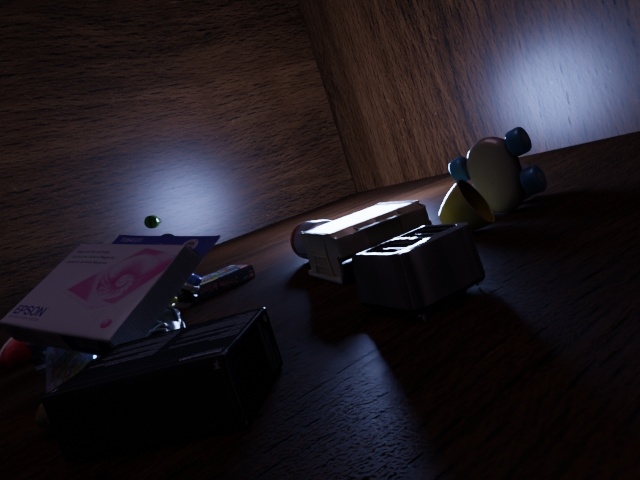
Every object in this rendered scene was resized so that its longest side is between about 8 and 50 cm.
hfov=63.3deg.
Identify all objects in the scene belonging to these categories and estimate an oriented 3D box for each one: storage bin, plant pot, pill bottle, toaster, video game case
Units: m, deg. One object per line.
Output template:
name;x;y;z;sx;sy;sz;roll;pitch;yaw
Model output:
storage bin;0.112;-0.002;1.311;0.262;0.123;0.260;-20;9;-18
plant pot;0.354;-0.071;1.299;0.095;0.134;0.134;-42;-6;31
pill bottle;0.000;0.000;1.539;0.121;0.121;0.221;-21;8;-22
toaster;0.165;0.048;0.875;0.168;0.110;0.186;-22;9;-26
video game case;-0.487;0.224;1.009;0.119;0.015;0.166;-44;38;1

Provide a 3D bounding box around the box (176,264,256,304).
box;-0.341;0.136;1.632;0.233;0.044;0.159;-23;9;-34

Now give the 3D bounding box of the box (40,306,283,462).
box;-0.206;0.193;0.721;0.261;0.103;0.184;-16;5;13

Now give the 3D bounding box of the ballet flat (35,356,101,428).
ballet flat;-0.404;0.253;0.887;0.067;0.073;0.206;-30;0;18

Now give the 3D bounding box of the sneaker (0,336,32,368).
sneaker;-0.771;0.280;1.451;0.128;0.087;0.221;-2;27;31

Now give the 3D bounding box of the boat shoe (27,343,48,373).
boat shoe;-0.666;0.263;1.325;0.065;0.083;0.183;-17;8;8

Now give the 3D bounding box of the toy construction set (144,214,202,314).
toy construction set;-0.479;0.129;1.312;0.309;0.257;0.237;-40;2;4

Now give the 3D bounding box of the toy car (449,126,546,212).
toy car;0.529;-0.185;1.456;0.238;0.210;0.219;-8;-13;-45

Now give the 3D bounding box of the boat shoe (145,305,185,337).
boat shoe;-0.307;0.193;0.977;0.114;0.091;0.302;-20;8;-15

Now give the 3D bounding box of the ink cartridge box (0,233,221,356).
ink cartridge box;-0.416;0.075;1.046;0.324;0.071;0.330;0;42;29
